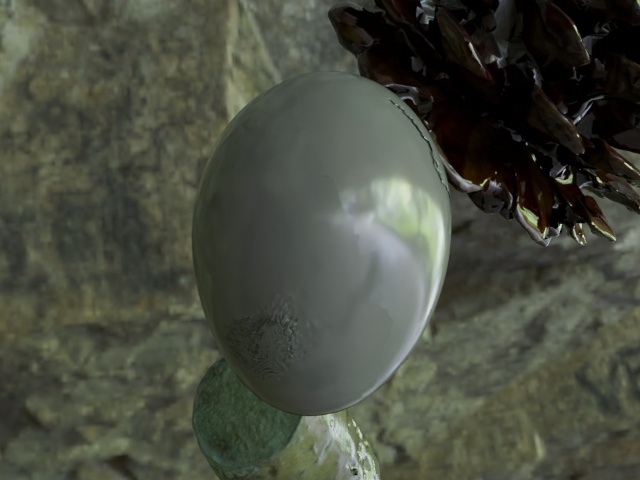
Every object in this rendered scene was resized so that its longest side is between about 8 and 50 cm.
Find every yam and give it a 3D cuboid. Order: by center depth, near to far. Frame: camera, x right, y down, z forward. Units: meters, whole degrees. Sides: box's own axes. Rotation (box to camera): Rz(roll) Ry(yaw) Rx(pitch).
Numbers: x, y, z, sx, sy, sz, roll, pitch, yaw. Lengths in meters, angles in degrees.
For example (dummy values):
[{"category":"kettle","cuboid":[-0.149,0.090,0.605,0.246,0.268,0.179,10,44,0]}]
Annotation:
[{"category":"yam","cuboid":[-0.025,0.150,0.881,0.107,0.107,0.194,-13,-34,10]}]

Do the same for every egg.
[{"category":"egg","cuboid":[0.000,0.000,0.680,0.146,0.199,0.146,5,-14,1]}]

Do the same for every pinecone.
[{"category":"pinecone","cuboid":[0.179,-0.147,0.882,0.298,0.296,0.242,43,-4,-19]}]
